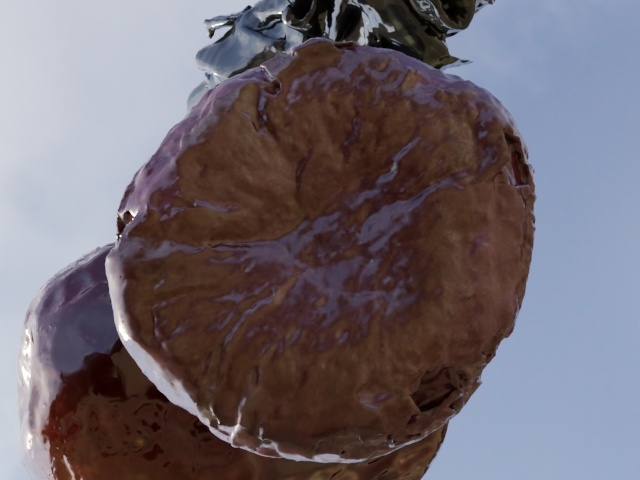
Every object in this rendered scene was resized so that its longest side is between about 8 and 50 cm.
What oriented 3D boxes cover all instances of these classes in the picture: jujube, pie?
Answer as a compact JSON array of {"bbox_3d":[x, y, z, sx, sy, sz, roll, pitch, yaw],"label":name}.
[{"bbox_3d":[-0.053,0.092,0.811,0.255,0.190,0.190,12,-60,-20],"label":"jujube"},{"bbox_3d":[0.000,0.000,0.455,0.154,0.153,0.038,-35,-17,-1],"label":"pie"}]

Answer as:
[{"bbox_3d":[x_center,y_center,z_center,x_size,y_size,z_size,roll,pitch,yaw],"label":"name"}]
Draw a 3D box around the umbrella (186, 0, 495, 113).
[{"bbox_3d":[-0.012,-0.151,0.919,0.128,0.337,0.154,-42,-71,-36],"label":"umbrella"}]
